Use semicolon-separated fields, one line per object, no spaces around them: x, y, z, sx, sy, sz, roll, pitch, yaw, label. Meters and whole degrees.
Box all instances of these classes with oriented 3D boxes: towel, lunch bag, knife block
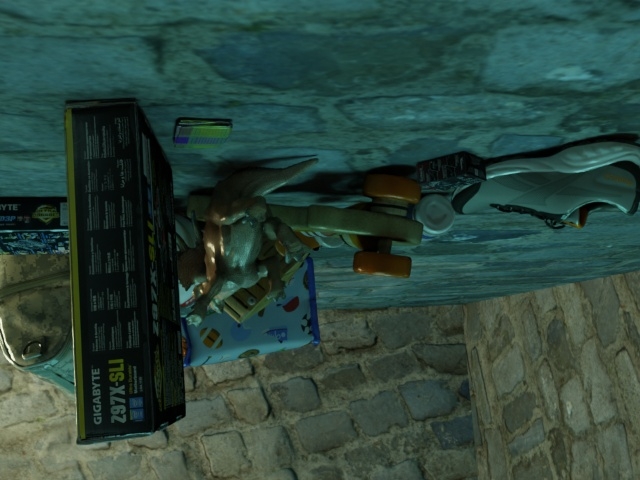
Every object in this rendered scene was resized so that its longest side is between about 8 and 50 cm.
-0.131;-0.117;0.840;0.060;0.010;0.083;-2;171;-15;towel
-0.226;0.155;1.743;0.327;0.239;0.385;-5;-176;-28;lunch bag
-0.117;0.073;1.350;0.276;0.088;0.242;-47;174;-38;knife block
-0.463;0.170;1.436;0.212;0.256;0.305;-12;150;7;lunch bag

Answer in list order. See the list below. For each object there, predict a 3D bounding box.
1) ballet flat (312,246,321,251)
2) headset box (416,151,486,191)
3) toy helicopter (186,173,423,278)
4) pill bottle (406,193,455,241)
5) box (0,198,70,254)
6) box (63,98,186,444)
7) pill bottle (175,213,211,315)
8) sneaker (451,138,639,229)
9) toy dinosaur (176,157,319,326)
-0.005;-0.016;1.366;0.057;0.049;0.173;-5;170;2;ballet flat
0.175;-0.092;1.040;0.083;0.032;0.062;-10;168;38;headset box
-0.023;-0.033;1.152;0.354;0.140;0.235;7;179;0;toy helicopter
0.176;-0.034;1.280;0.067;0.067;0.120;-2;170;-12;pill bottle
-0.440;-0.017;1.186;0.175;0.051;0.220;-1;170;-16;box
-0.205;0.043;0.827;0.079;0.322;0.257;-5;171;-2;box
-0.255;0.041;1.271;0.161;0.161;0.283;-4;171;2;pill bottle
0.302;-0.063;1.043;0.271;0.108;0.100;-10;171;38;sneaker
-0.122;-0.011;1.024;0.127;0.296;0.200;14;-158;-35;toy dinosaur
